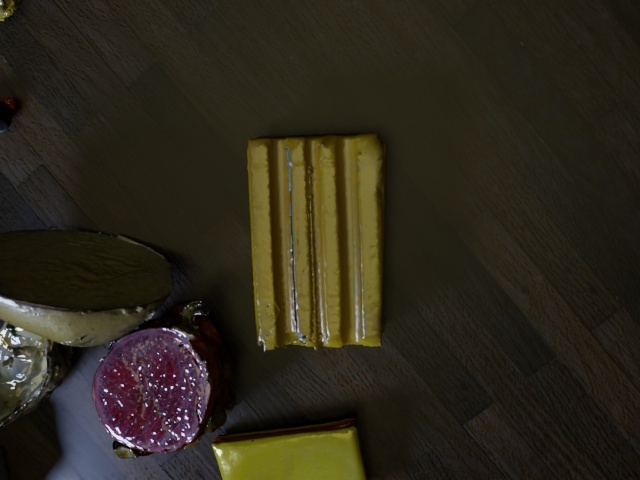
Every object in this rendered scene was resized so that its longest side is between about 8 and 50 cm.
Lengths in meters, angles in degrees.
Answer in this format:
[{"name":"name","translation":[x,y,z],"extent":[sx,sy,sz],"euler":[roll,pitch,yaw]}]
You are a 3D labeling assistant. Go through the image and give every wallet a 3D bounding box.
[{"name":"wallet","translation":[-0.043,0.363,1.359],"extent":[0.241,0.067,0.141],"euler":[-10,103,12]}]

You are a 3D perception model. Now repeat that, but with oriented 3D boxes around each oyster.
[{"name":"oyster","translation":[-0.493,0.201,1.371],"extent":[0.294,0.094,0.166],"euler":[-43,72,19]}]

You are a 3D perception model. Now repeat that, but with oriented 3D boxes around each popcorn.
[{"name":"popcorn","translation":[-0.499,-0.376,1.282],"extent":[0.083,0.057,0.082],"euler":[34,100,2]}]

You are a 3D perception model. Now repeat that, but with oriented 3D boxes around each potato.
[{"name":"potato","translation":[-0.374,0.076,1.262],"extent":[0.299,0.239,0.116],"euler":[5,122,-22]}]

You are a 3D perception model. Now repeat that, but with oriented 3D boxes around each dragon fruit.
[{"name":"dragon fruit","translation":[-0.225,0.212,1.319],"extent":[0.211,0.147,0.282],"euler":[30,98,10]}]

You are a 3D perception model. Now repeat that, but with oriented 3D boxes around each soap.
[{"name":"soap","translation":[0.000,0.001,1.274],"extent":[0.204,0.096,0.324],"euler":[0,100,6]}]

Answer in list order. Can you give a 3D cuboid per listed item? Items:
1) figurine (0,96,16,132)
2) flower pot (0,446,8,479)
[{"name":"figurine","translation":[-0.532,-0.200,1.323],"extent":[0.106,0.047,0.060],"euler":[5,64,12]},{"name":"flower pot","translation":[-0.635,0.437,1.362],"extent":[0.239,0.189,0.209],"euler":[-38,95,11]}]
